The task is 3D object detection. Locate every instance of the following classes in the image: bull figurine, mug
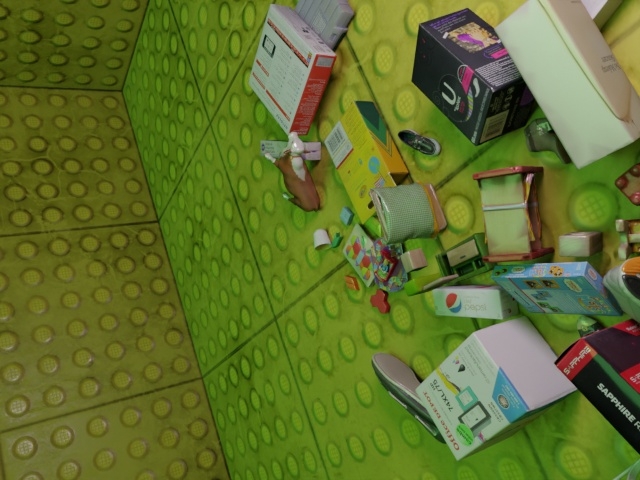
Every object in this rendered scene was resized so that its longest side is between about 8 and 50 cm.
[{"bbox_3d":[-0.092,-0.234,1.881,0.188,0.101,0.310,33,148,49],"label":"bull figurine"},{"bbox_3d":[-0.002,-0.001,1.913,0.078,0.062,0.064,-37,58,44],"label":"mug"}]

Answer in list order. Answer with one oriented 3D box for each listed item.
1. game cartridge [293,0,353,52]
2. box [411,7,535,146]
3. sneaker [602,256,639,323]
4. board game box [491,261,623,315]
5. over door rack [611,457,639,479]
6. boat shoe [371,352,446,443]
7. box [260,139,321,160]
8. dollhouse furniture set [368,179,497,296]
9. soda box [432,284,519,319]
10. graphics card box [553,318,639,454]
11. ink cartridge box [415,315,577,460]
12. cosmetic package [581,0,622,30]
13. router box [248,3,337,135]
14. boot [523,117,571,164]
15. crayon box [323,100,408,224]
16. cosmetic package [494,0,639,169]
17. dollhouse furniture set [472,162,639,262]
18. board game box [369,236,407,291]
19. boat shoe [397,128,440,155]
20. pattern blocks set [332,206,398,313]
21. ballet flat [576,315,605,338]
[{"bbox_3d":[-0.027,-0.688,1.816,0.355,0.068,0.230,-48,62,48],"label":"game cartridge"},{"bbox_3d":[0.342,-0.372,1.232,0.270,0.143,0.165,57,162,32],"label":"box"},{"bbox_3d":[0.634,0.138,0.998,0.262,0.099,0.121,51,176,7],"label":"sneaker"},{"bbox_3d":[0.495,0.104,1.148,0.211,0.160,0.039,-6,52,56],"label":"board game box"},{"bbox_3d":[0.616,0.538,1.002,0.240,0.108,0.324,33,130,6],"label":"over door rack"},{"bbox_3d":[0.259,0.454,1.584,0.335,0.112,0.095,35,119,43],"label":"boat shoe"},{"bbox_3d":[-0.115,-0.334,2.002,0.324,0.067,0.063,17,109,54],"label":"box"},{"bbox_3d":[0.279,-0.033,1.381,0.151,0.198,0.301,-36,67,53],"label":"dollhouse furniture set"},{"bbox_3d":[0.386,0.153,1.378,0.216,0.069,0.073,-6,91,56],"label":"soda box"},{"bbox_3d":[0.619,0.303,0.932,0.371,0.233,0.094,55,136,35],"label":"graphics card box"},{"bbox_3d":[0.403,0.347,1.279,0.198,0.197,0.270,59,140,30],"label":"ink cartridge box"},{"bbox_3d":[0.514,-0.454,1.081,0.099,0.060,0.239,57,139,26],"label":"cosmetic package"},{"bbox_3d":[-0.107,-0.572,1.832,0.335,0.082,0.301,56,138,33],"label":"router box"},{"bbox_3d":[0.491,-0.211,1.187,0.087,0.042,0.118,-24,76,61],"label":"boot"},{"bbox_3d":[0.140,-0.233,1.644,0.202,0.081,0.318,-47,58,49],"label":"crayon box"},{"bbox_3d":[0.475,-0.304,1.016,0.113,0.160,0.309,-34,85,48],"label":"cosmetic package"},{"bbox_3d":[0.518,-0.064,1.116,0.374,0.152,0.201,-4,92,38],"label":"dollhouse furniture set"},{"bbox_3d":[0.192,0.074,1.634,0.133,0.033,0.168,-12,86,49],"label":"board game box"},{"bbox_3d":[0.266,-0.266,1.491,0.142,0.040,0.049,40,128,44],"label":"boat shoe"},{"bbox_3d":[0.138,0.050,1.750,0.325,0.026,0.285,41,128,44],"label":"pattern blocks set"},{"bbox_3d":[0.583,0.237,1.129,0.057,0.049,0.173,-44,61,48],"label":"ballet flat"}]
